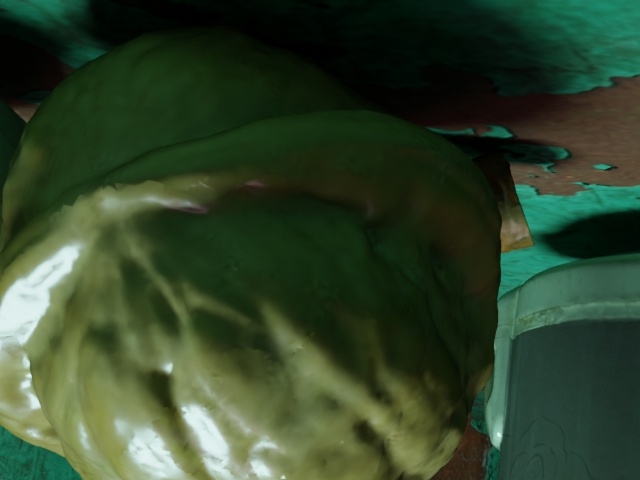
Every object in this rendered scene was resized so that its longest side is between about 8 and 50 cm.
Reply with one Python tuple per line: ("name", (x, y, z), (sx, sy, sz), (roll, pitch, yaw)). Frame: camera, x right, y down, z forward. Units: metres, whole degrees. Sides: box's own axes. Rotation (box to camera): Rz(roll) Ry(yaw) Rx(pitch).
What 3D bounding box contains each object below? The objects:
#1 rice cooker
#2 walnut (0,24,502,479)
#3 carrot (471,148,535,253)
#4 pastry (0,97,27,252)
("rice cooker", (0.247, 0.140, 0.950), (0.288, 0.277, 0.288), (5, 165, 1))
("walnut", (-0.038, 0.024, 0.649), (0.257, 0.224, 0.257), (-15, 152, -8))
("carrot", (0.000, 0.000, 0.801), (0.224, 0.057, 0.057), (-12, 167, 6))
("pastry", (-0.255, -0.001, 0.721), (0.264, 0.133, 0.265), (-5, 166, -1))
